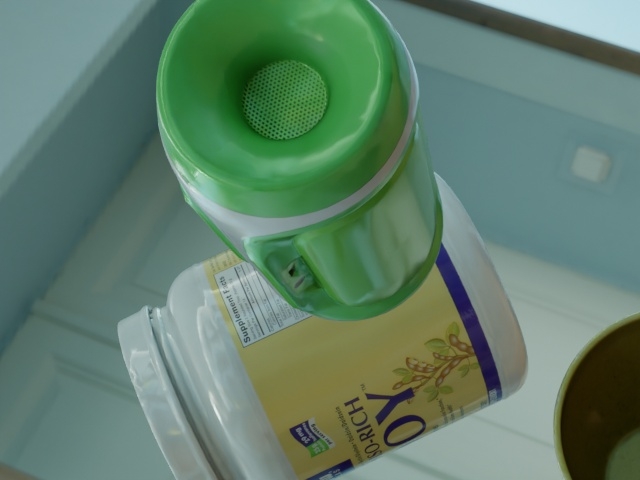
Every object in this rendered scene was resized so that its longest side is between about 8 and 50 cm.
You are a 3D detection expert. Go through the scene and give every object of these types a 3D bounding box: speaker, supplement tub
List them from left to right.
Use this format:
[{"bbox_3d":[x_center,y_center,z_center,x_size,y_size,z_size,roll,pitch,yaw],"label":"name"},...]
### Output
[{"bbox_3d":[0.001,0.098,1.157,0.331,0.241,0.241,-25,-20,-3],"label":"supplement tub"},{"bbox_3d":[0.001,-0.036,0.679,0.296,0.131,0.131,60,-129,-73],"label":"speaker"}]

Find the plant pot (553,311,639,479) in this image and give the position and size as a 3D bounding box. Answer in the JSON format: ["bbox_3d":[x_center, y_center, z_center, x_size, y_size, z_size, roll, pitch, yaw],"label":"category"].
[{"bbox_3d":[0.184,0.114,0.630,0.095,0.134,0.134,80,-147,-63],"label":"plant pot"}]
